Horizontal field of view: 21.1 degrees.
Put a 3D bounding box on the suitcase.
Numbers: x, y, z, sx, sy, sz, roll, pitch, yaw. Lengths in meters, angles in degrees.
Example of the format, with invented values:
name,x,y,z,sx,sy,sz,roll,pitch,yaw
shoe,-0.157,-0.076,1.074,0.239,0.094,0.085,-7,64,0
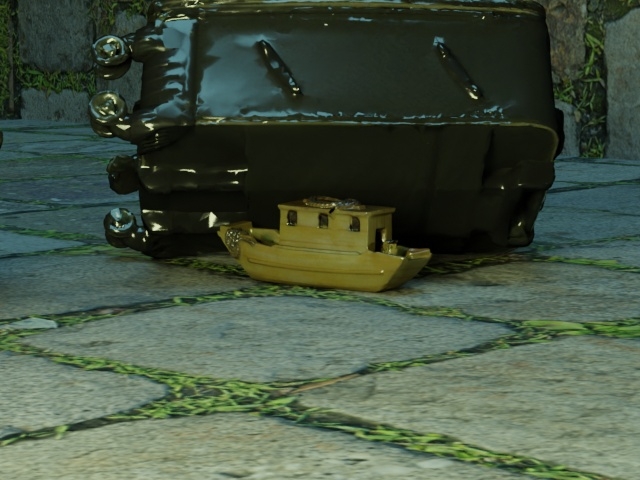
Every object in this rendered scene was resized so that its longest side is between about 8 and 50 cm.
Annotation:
name,x,y,z,sx,sy,sz,roll,pitch,yaw
suitcase,0.011,-0.102,1.609,0.434,0.194,0.283,2,-28,-2

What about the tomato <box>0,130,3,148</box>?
name,x,y,z,sx,sy,sz,roll,pitch,yaw
tomato,-0.414,-0.083,1.400,0.290,0.293,0.325,12,17,1

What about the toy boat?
name,x,y,z,sx,sy,sz,roll,pitch,yaw
toy boat,0.000,0.000,1.499,0.200,0.077,0.057,5,10,34
